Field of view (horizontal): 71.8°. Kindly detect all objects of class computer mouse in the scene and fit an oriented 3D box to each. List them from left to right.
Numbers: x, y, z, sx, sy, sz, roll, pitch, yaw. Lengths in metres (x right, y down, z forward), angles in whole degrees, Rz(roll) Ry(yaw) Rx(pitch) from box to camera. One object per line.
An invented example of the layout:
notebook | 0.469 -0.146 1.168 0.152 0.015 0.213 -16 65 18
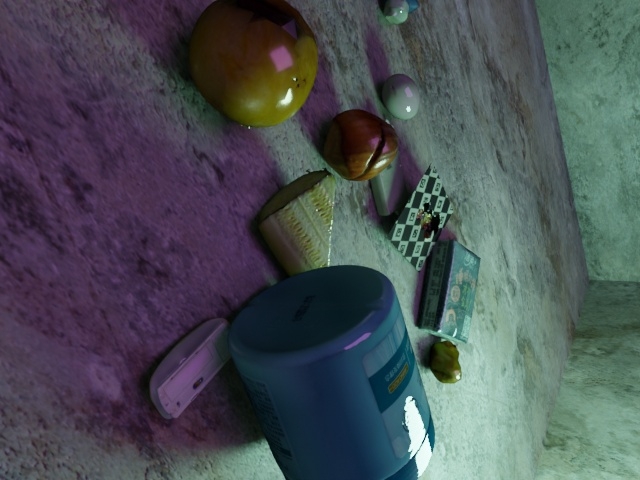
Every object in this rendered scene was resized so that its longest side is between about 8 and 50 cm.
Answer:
computer mouse | -0.228 0.226 0.803 0.199 0.045 0.102 -49 130 -43

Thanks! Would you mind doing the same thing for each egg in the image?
egg | 0.231 -0.410 1.266 0.103 0.103 0.135 -56 128 -32

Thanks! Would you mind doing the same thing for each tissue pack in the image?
tissue pack | 0.442 0.173 1.490 0.228 0.103 0.315 28 70 -45

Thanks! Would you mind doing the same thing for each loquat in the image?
loquat | -0.119 -0.322 0.798 0.235 0.235 0.234 1 89 -47

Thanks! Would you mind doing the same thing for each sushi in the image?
sushi | 0.298 -0.066 1.355 0.263 0.050 0.290 -59 142 -9

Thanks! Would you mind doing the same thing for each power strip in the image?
power strip | 0.184 -0.202 1.255 0.118 0.046 0.270 -31 113 -40

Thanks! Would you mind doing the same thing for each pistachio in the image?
pistachio | 0.404 0.399 1.448 0.189 0.100 0.110 -70 177 -68

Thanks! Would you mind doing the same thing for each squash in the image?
squash | 0.000 0.000 0.996 0.203 0.111 0.288 -34 117 3

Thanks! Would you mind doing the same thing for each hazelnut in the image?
hazelnut | 0.099 -0.225 1.082 0.182 0.182 0.181 1 89 -47

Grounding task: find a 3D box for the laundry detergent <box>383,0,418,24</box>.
laundry detergent | 0.240 -0.761 1.297 0.143 0.094 0.289 26 74 -50

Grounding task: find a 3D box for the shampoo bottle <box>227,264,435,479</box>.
shampoo bottle | 0.025 0.266 0.866 0.331 0.331 0.342 -37 117 -41
